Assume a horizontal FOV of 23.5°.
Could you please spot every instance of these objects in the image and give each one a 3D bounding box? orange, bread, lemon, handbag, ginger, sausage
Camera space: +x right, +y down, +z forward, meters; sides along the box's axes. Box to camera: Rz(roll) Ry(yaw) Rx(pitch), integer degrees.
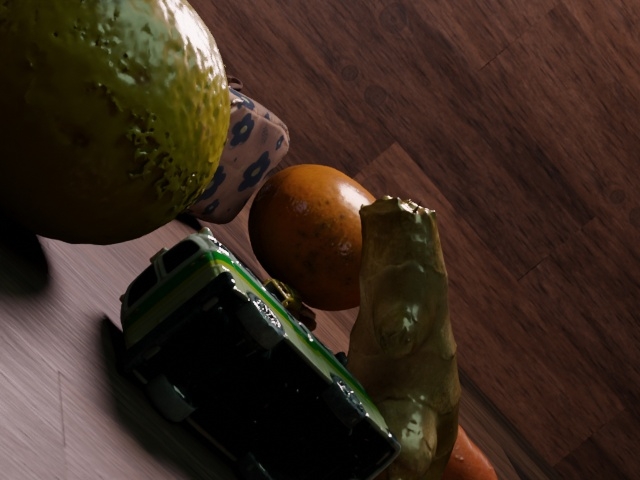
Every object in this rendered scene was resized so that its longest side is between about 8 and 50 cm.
[{"bbox_3d":[0.000,0.000,2.178,0.240,0.171,0.240,41,-14,13],"label":"orange"},{"bbox_3d":[-0.033,0.106,2.230,0.047,0.036,0.083,48,3,20],"label":"bread"},{"bbox_3d":[-0.218,-0.133,1.368,0.310,0.258,0.258,41,10,-40],"label":"lemon"},{"bbox_3d":[-0.182,-0.152,2.103,0.193,0.190,0.251,38,4,21],"label":"handbag"},{"bbox_3d":[0.061,0.146,1.601,0.166,0.236,0.375,9,-45,32],"label":"ginger"},{"bbox_3d":[0.139,0.286,1.957,0.258,0.133,0.133,48,6,-17],"label":"sausage"}]

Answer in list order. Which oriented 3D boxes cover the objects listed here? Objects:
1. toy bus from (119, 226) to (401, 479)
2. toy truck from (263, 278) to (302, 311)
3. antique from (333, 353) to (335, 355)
[{"bbox_3d":[-0.062,0.124,1.447,0.276,0.133,0.165,47,8,-33],"label":"toy bus"},{"bbox_3d":[-0.060,0.083,2.087,0.049,0.054,0.083,51,6,17],"label":"toy truck"},{"bbox_3d":[-0.019,0.161,1.707,0.104,0.104,0.104,49,6,-7],"label":"antique"}]
